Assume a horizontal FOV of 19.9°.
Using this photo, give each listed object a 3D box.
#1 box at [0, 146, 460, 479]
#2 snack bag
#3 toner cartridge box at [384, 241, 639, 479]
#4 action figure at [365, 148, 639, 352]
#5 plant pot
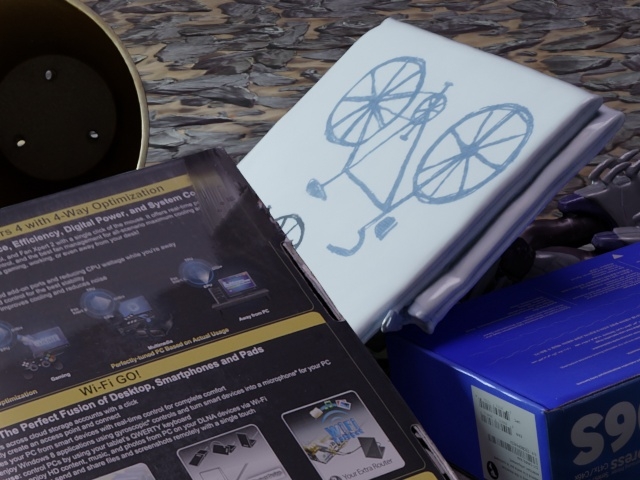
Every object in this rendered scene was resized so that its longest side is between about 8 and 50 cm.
[{"bbox_3d":[-0.140,0.138,0.769,0.395,0.097,0.318,-18,57,-29],"label":"box"},{"bbox_3d":[0.000,0.000,1.188,0.342,0.037,0.323,-45,27,-5],"label":"snack bag"},{"bbox_3d":[0.229,0.059,1.121,0.348,0.075,0.165,-17,23,-26],"label":"toner cartridge box"},{"bbox_3d":[0.128,0.015,1.253,0.285,0.099,0.185,-15,26,-13],"label":"action figure"},{"bbox_3d":[-0.249,-0.102,1.552,0.237,0.237,0.254,-6,6,2],"label":"plant pot"}]
